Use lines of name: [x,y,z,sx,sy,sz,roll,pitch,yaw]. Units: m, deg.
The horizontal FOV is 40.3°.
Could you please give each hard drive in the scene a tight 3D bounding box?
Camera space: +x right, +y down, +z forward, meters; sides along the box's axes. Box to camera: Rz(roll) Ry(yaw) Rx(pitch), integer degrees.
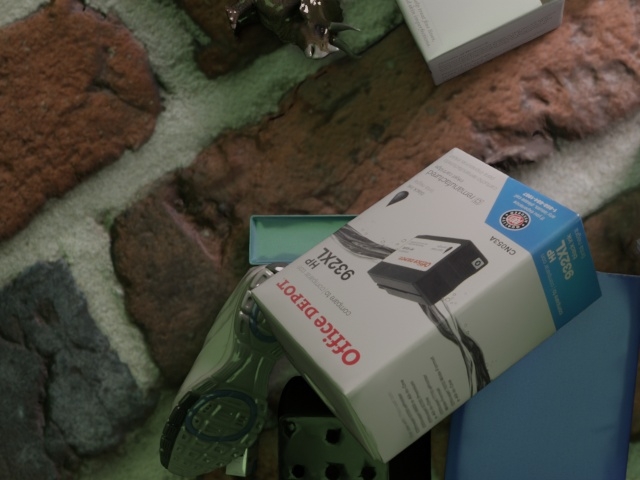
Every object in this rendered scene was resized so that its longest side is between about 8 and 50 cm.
hard drive: [0.269,0.190,1.061,0.210,0.040,0.318,6,87,13]

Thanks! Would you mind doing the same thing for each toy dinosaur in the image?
toy dinosaur: [-0.056,-0.356,1.157,0.161,0.121,0.313,-13,78,-1]

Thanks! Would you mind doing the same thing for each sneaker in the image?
sneaker: [-0.110,0.161,1.108,0.111,0.129,0.297,33,85,-18]

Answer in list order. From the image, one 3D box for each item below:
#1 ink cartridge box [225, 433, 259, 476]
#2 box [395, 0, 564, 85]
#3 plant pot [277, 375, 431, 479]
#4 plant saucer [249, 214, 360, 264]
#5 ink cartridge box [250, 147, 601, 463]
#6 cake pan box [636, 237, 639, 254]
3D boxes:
ink cartridge box: [-0.099,0.260,1.134,0.028,0.048,0.083,5,85,13]
box: [0.183,-0.320,1.082,0.182,0.119,0.180,-24,80,10]
plant pot: [0.031,0.265,1.045,0.188,0.167,0.188,-1,86,13]
plant saucer: [0.000,0.000,1.149,0.192,0.018,0.067,0,85,12]
ink cartridge box: [0.112,0.059,0.967,0.307,0.129,0.223,-35,38,-11]
cake pan box: [0.508,0.044,0.939,0.267,0.070,0.245,-27,121,9]
